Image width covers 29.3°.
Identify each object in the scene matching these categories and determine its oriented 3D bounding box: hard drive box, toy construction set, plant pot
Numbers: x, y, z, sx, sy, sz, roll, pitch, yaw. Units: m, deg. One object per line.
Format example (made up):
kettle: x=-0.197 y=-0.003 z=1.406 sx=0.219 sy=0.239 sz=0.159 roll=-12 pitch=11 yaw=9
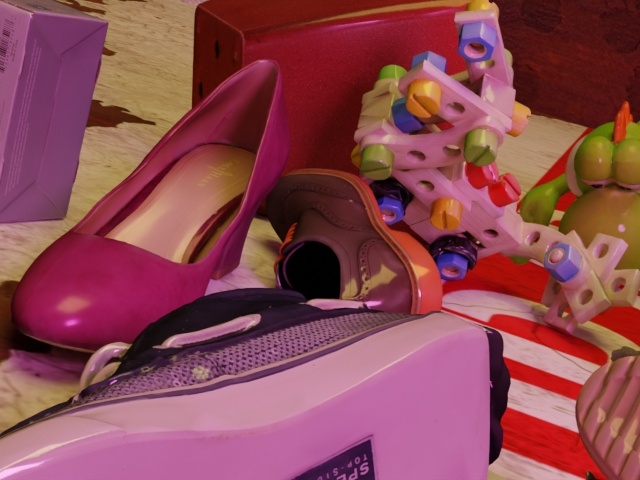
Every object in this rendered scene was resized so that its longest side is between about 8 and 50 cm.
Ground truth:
hard drive box: x=-0.311 y=-0.140 z=1.073 sx=0.232 sy=0.181 sz=0.089 roll=26 pitch=18 yaw=31
toy construction set: x=0.155 y=-0.053 z=1.137 sx=0.328 sy=0.215 sz=0.151 roll=50 pitch=41 yaw=-22
plant pot: x=-0.004 y=-0.154 z=1.323 sx=0.235 sy=0.267 sz=0.267 roll=-3 pitch=21 yaw=-21

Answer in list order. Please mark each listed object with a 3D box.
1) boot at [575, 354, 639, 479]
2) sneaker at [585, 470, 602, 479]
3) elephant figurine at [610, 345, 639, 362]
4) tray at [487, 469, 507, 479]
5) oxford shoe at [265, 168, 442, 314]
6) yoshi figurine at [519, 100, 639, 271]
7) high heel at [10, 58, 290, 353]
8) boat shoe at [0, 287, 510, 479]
boot: x=0.250 y=0.166 z=0.609 sx=0.248 sy=0.090 sz=0.207 roll=28 pitch=-18 yaw=40
sneaker: x=0.152 y=0.161 z=0.616 sx=0.089 sy=0.051 sz=0.170 roll=47 pitch=24 yaw=17
elephant figurine: x=0.360 y=0.045 z=0.965 sx=0.186 sy=0.239 sz=0.169 roll=17 pitch=15 yaw=4
tray: x=0.026 y=0.139 z=0.697 sx=0.270 sy=0.030 sz=0.145 roll=26 pitch=17 yaw=34
oxford shoe: x=0.000 y=0.000 z=1.056 sx=0.098 sy=0.097 sz=0.271 roll=0 pitch=20 yaw=-27
yoshi figurine: x=0.352 y=-0.027 z=1.458 sx=0.203 sy=0.203 sz=0.362 roll=64 pitch=16 yaw=14
high heel: x=-0.115 y=-0.039 z=0.903 sx=0.127 sy=0.181 sz=0.377 roll=17 pitch=15 yaw=5
boat shoe: x=-0.076 y=0.103 z=0.553 sx=0.340 sy=0.127 sz=0.158 roll=-11 pitch=15 yaw=-42
